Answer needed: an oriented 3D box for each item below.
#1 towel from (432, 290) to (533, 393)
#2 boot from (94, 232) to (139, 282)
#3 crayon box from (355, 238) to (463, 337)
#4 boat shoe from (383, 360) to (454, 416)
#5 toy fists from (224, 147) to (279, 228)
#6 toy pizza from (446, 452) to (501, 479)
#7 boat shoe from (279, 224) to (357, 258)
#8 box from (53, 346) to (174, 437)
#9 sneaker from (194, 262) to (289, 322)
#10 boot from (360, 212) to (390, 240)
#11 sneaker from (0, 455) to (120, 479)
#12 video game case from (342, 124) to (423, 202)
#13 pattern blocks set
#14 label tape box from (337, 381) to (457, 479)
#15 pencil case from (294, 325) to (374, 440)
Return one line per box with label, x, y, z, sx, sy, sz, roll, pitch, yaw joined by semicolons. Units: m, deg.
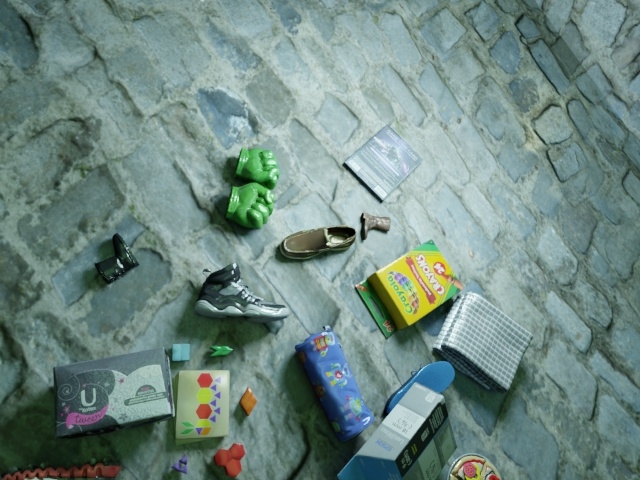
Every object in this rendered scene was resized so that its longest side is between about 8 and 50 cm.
towel;0.538;0.333;1.619;0.283;0.121;0.235;36;61;-4
boot;-0.569;0.050;1.356;0.099;0.045;0.121;-33;84;-26
crayon box;0.295;0.153;1.623;0.318;0.081;0.202;-28;81;-28
boat shoe;0.289;0.442;1.498;0.258;0.089;0.109;-20;75;-23
toy fists;-0.204;-0.170;1.558;0.142;0.096;0.280;15;63;-16
toy pizza;0.466;0.742;1.470;0.201;0.032;0.202;8;66;-18
boat shoe;-0.002;-0.007;1.566;0.257;0.095;0.095;-12;73;-25
box;-0.485;0.365;1.178;0.247;0.142;0.164;-7;69;-15
sneaker;-0.216;0.148;1.414;0.268;0.101;0.153;8;68;-15
boot;0.194;-0.041;1.694;0.114;0.037;0.107;12;67;-21
sneaker;-0.595;0.562;1.098;0.275;0.098;0.135;4;65;-21
video game case;0.234;-0.287;1.816;0.196;0.026;0.274;45;59;1
pattern blocks set;-0.312;0.436;1.301;0.285;0.026;0.325;13;65;-16
label tape box;0.220;0.590;1.325;0.333;0.105;0.241;-40;126;-29
pencil case;0.043;0.401;1.401;0.133;0.119;0.306;-18;76;-35
